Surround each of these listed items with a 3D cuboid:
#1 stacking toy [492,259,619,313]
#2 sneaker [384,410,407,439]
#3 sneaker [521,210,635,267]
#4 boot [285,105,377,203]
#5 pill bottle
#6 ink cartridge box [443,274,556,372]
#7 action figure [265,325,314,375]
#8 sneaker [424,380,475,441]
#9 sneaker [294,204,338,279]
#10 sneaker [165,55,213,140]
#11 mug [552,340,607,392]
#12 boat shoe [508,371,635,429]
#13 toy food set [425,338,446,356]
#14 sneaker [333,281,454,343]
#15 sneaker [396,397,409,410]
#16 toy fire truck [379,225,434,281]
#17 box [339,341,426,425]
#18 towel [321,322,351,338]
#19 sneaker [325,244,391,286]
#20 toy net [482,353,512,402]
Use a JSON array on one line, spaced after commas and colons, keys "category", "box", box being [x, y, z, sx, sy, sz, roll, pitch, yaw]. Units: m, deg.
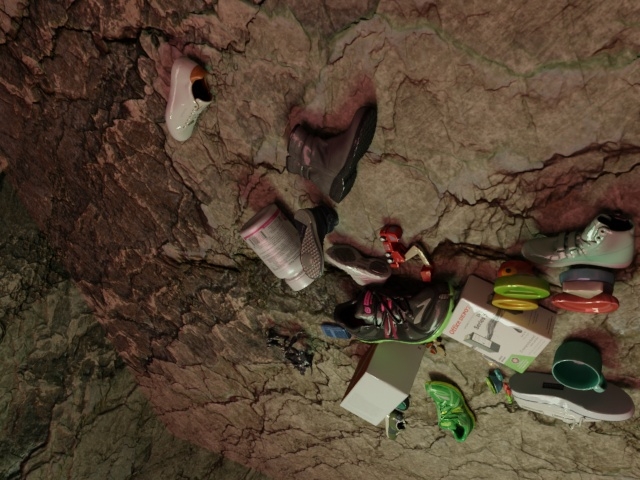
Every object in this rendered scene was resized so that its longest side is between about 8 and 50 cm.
[{"category": "stacking toy", "box": [0.592, 0.093, 1.359, 0.309, 0.130, 0.279, 0, 161, 27]}, {"category": "sneaker", "box": [0.335, 0.820, 2.312, 0.086, 0.064, 0.192, 12, 131, 32]}, {"category": "sneaker", "box": [0.634, -0.012, 1.306, 0.256, 0.094, 0.151, 1, 135, 21]}, {"category": "boot", "box": [0.012, -0.270, 1.486, 0.223, 0.118, 0.338, 34, 135, 11]}, {"category": "pill bottle", "box": [-0.131, 0.027, 1.819, 0.160, 0.160, 0.283, -23, 113, 45]}, {"category": "ink cartridge box", "box": [0.535, 0.253, 1.607, 0.273, 0.115, 0.198, 25, 138, 12]}, {"category": "action figure", "box": [-0.105, 0.454, 2.222, 0.276, 0.141, 0.164, 26, 139, 35]}, {"category": "sneaker", "box": [0.491, 0.645, 1.998, 0.109, 0.123, 0.295, -21, 114, 45]}, {"category": "sneaker", "box": [0.002, -0.001, 1.685, 0.086, 0.163, 0.226, -2, 100, 32]}, {"category": "sneaker", "box": [-0.401, -0.411, 1.634, 0.123, 0.106, 0.290, 30, 138, 11]}, {"category": "mug", "box": [0.769, 0.373, 1.573, 0.129, 0.097, 0.157, -8, 124, 38]}, {"category": "boat shoe", "box": [0.792, 0.527, 1.674, 0.367, 0.136, 0.156, -2, 126, 39]}, {"category": "toy food set", "box": [0.400, 0.368, 1.884, 0.078, 0.019, 0.122, 2, 137, 33]}, {"category": "sneaker", "box": [0.226, 0.238, 1.722, 0.202, 0.185, 0.483, 25, 147, -33]}, {"category": "sneaker", "box": [0.266, 0.626, 2.190, 0.224, 0.083, 0.098, 34, 160, 9]}, {"category": "toy fire truck", "box": [0.270, 0.038, 1.640, 0.135, 0.047, 0.192, 0, 127, 34]}, {"category": "box", "box": [0.226, 0.509, 1.966, 0.168, 0.215, 0.345, 28, 142, 4]}, {"category": "towel", "box": [0.062, 0.363, 2.100, 0.119, 0.029, 0.067, 0, 129, 34]}, {"category": "sneaker", "box": [0.118, 0.098, 1.773, 0.232, 0.090, 0.115, 25, 141, 14]}, {"category": "toy net", "box": [0.577, 0.440, 1.756, 0.045, 0.122, 0.232, -23, 119, 3]}]
